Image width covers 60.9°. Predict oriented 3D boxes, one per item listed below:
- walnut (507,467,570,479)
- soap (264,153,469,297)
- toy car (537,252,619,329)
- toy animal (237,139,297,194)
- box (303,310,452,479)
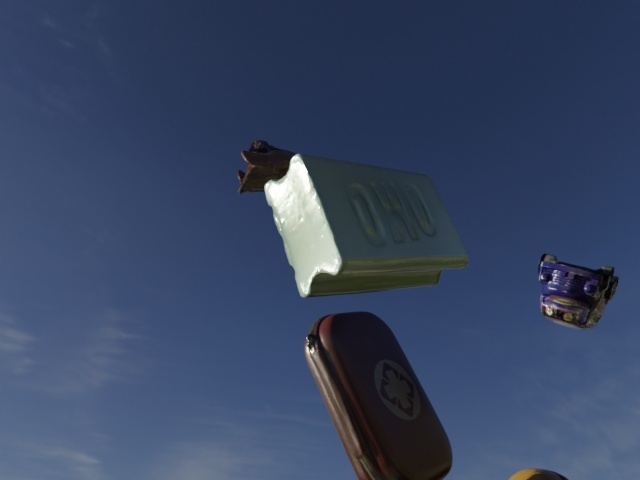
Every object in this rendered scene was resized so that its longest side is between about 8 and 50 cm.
[{"bbox_3d":[0.464,0.598,1.144,0.195,0.222,0.195,22,-8,3],"label":"walnut"},{"bbox_3d":[0.051,-0.013,0.535,0.198,0.119,0.066,1,-28,-45],"label":"soap"},{"bbox_3d":[0.625,0.134,1.353,0.172,0.158,0.235,14,-8,35],"label":"toy car"},{"bbox_3d":[-0.111,-0.141,1.067,0.188,0.179,0.089,-23,-37,-43],"label":"toy animal"},{"bbox_3d":[0.120,0.328,1.128,0.263,0.404,0.108,3,-37,-50],"label":"box"}]
